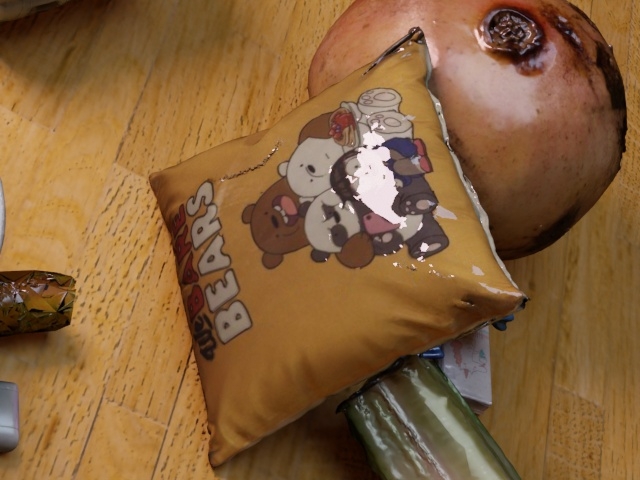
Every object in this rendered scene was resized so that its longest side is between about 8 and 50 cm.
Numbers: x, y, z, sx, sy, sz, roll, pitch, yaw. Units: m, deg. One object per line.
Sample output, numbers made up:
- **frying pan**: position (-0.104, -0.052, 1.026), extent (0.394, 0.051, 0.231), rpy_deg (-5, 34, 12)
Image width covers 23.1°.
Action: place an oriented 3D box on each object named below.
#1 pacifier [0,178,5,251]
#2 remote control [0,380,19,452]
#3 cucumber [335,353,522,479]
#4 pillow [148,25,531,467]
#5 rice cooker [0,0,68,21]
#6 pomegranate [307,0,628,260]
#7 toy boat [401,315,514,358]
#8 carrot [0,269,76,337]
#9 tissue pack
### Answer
- **pacifier**: position (-0.359, -0.084, 1.106), extent (0.343, 0.269, 0.288), rpy_deg (44, 59, -7)
- **remote control**: position (-0.318, 0.126, 1.227), extent (0.166, 0.029, 0.065), rpy_deg (11, 52, -26)
- **cucumber**: position (0.144, 0.252, 1.389), extent (0.325, 0.105, 0.145), rpy_deg (52, 6, 9)
- **pillow**: position (0.000, 0.000, 1.373), extent (0.119, 0.312, 0.310), rpy_deg (34, 33, -56)
- **rice cooker**: position (-0.270, -0.364, 1.476), extent (0.277, 0.288, 0.288), rpy_deg (-25, 73, -42)
- **pomegranate**: position (0.145, -0.128, 1.564), extent (0.322, 0.322, 0.322), rpy_deg (18, 49, -21)
- **toy boat**: position (0.073, 0.068, 1.494), extent (0.223, 0.100, 0.097), rpy_deg (1, 98, -16)
- **carrot**: position (-0.307, 0.058, 1.264), extent (0.229, 0.069, 0.069), rpy_deg (-4, 59, -37)
- **tissue pack**: position (0.140, 0.116, 1.542), extent (0.056, 0.023, 0.108), rpy_deg (19, 48, -17)
